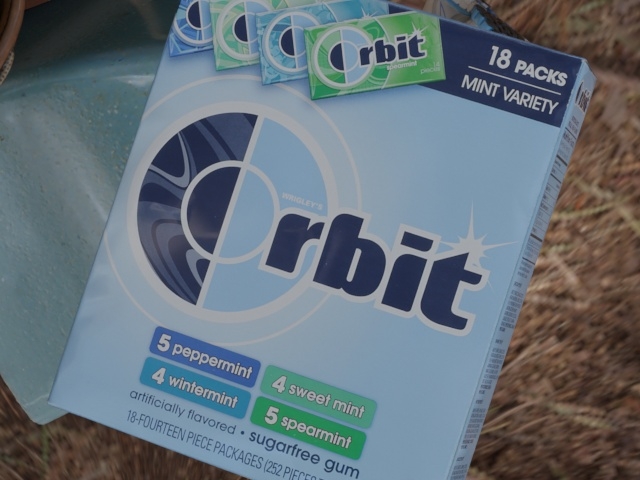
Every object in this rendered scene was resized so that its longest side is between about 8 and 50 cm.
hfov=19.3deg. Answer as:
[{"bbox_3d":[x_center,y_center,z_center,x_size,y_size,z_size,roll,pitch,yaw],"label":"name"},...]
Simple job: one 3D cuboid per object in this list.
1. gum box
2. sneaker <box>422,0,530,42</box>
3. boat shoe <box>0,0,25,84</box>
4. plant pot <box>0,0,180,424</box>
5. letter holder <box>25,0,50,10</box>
[{"bbox_3d":[0.000,0.000,0.708,0.157,0.041,0.184,19,89,15],"label":"gum box"},{"bbox_3d":[0.144,-0.193,1.844,0.071,0.191,0.083,32,102,-27],"label":"sneaker"},{"bbox_3d":[-0.227,-0.028,0.717,0.123,0.116,0.324,50,47,-18],"label":"boat shoe"},{"bbox_3d":[-0.117,-0.058,1.331,0.247,0.252,0.248,60,35,-15],"label":"plant pot"},{"bbox_3d":[-0.282,-0.286,1.380,0.152,0.302,0.214,35,45,14],"label":"letter holder"}]
